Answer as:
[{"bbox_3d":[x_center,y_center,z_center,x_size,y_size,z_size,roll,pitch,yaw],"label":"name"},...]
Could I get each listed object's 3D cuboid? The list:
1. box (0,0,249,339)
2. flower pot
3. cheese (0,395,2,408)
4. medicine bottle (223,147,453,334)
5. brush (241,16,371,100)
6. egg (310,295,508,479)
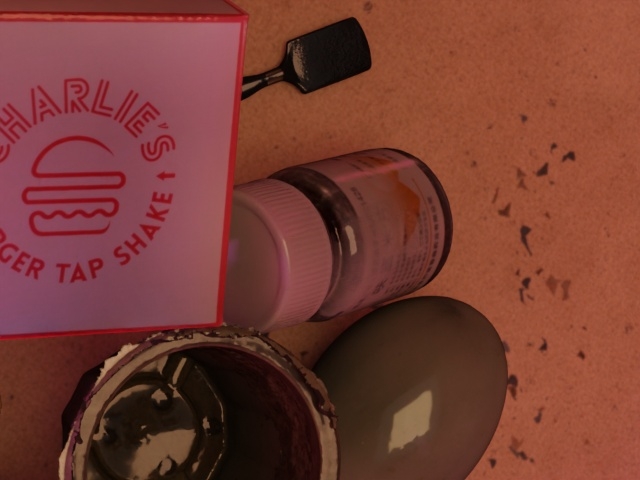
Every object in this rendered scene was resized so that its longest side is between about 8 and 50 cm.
[{"bbox_3d":[-0.267,-0.104,1.772,0.314,0.300,0.312,-3,111,-22],"label":"box"},{"bbox_3d":[-0.149,0.208,1.883,0.290,0.259,0.290,-2,95,-20],"label":"flower pot"},{"bbox_3d":[-0.398,0.213,1.820,0.270,0.177,0.069,-77,152,-44],"label":"cheese"},{"bbox_3d":[0.000,0.000,1.937,0.273,0.165,0.165,-16,98,-50],"label":"medicine bottle"},{"bbox_3d":[-0.034,-0.186,2.050,0.193,0.016,0.063,-22,99,-20],"label":"brush"},{"bbox_3d":[0.081,0.183,2.004,0.282,0.203,0.203,-46,106,-12],"label":"egg"}]
